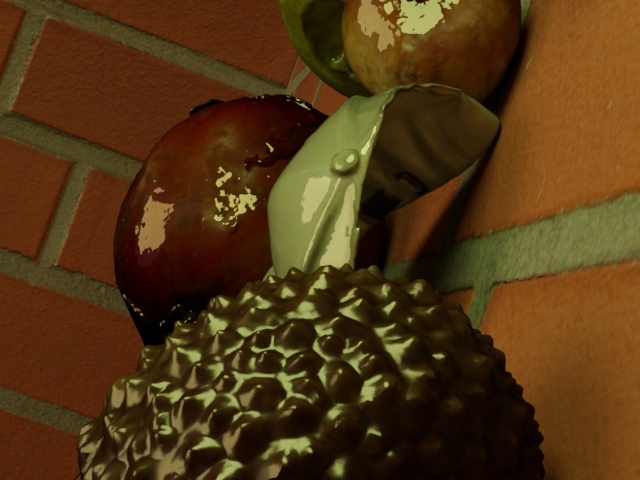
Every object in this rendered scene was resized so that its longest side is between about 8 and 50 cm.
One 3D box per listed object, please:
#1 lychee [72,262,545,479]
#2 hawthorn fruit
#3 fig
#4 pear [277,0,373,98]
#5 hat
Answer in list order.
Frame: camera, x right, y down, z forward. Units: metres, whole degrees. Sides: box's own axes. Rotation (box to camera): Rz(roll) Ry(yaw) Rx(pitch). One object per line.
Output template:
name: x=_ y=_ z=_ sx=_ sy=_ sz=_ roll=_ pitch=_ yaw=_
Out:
lychee: x=0.003 y=0.143 z=0.760 sx=0.267 sy=0.267 sz=0.267 roll=-160 pitch=90 yaw=-82
hawthorn fruit: x=-0.077 y=0.008 z=1.447 sx=0.316 sy=0.316 sz=0.316 roll=-160 pitch=90 yaw=-82
fig: x=0.099 y=-0.145 z=1.238 sx=0.257 sy=0.159 sz=0.159 roll=84 pitch=-164 yaw=-54
pear: x=0.039 y=-0.244 z=1.416 sx=0.255 sy=0.238 sz=0.164 roll=128 pitch=155 yaw=-59
hat: x=0.008 y=0.002 z=1.154 sx=0.301 sy=0.168 sz=0.258 roll=-29 pitch=39 yaw=56
